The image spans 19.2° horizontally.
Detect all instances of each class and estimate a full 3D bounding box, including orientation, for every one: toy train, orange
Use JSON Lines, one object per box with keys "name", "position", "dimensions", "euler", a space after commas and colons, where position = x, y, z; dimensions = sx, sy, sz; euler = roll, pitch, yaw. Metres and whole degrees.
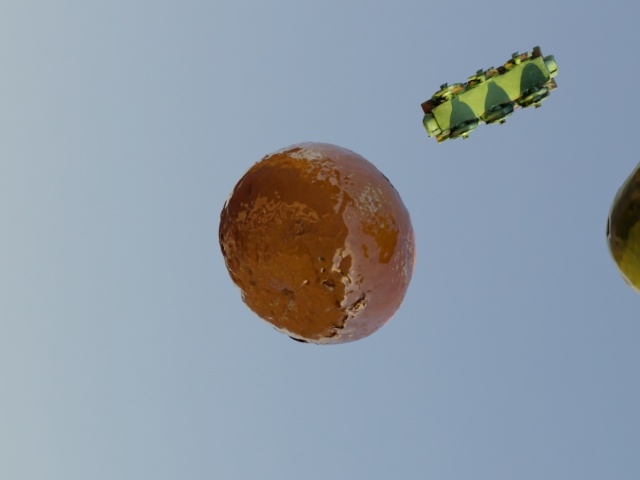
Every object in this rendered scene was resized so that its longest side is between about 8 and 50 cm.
{"name": "toy train", "position": [0.200, -0.170, 2.245], "dimensions": [0.074, 0.176, 0.118], "euler": [64, 0, -1]}
{"name": "orange", "position": [0.000, 0.000, 1.724], "dimensions": [0.193, 0.161, 0.193], "euler": [32, -33, 23]}

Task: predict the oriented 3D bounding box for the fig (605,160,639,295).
{"name": "fig", "position": [0.387, 0.021, 1.666], "dimensions": [0.275, 0.206, 0.206], "euler": [50, -33, 17]}
